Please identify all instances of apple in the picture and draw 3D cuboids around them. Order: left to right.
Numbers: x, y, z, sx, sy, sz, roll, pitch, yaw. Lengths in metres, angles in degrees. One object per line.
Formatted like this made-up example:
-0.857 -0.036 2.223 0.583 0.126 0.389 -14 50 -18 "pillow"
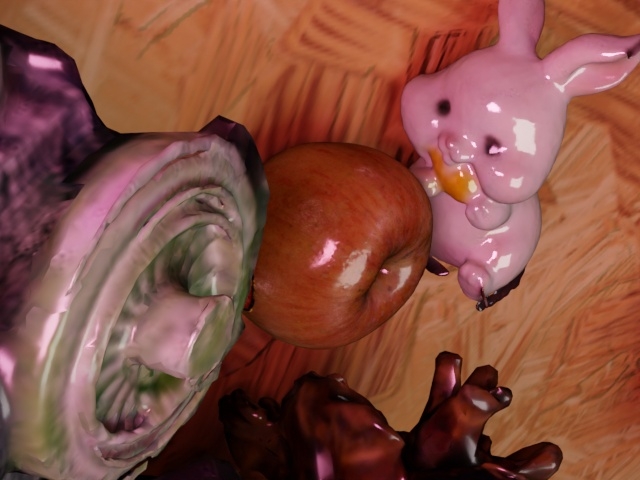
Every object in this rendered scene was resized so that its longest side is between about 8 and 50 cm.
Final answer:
0.000 0.000 0.709 0.084 0.071 0.084 -38 149 -28 "apple"

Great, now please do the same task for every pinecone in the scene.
-0.003 0.175 0.769 0.243 0.243 0.257 17 71 -55 "pinecone"

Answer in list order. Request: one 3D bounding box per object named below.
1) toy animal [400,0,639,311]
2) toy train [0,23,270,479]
0.071 -0.038 0.745 0.085 0.071 0.124 -25 143 -28 "toy animal"
-0.137 0.085 0.490 0.249 0.173 0.307 -47 151 -42 "toy train"
